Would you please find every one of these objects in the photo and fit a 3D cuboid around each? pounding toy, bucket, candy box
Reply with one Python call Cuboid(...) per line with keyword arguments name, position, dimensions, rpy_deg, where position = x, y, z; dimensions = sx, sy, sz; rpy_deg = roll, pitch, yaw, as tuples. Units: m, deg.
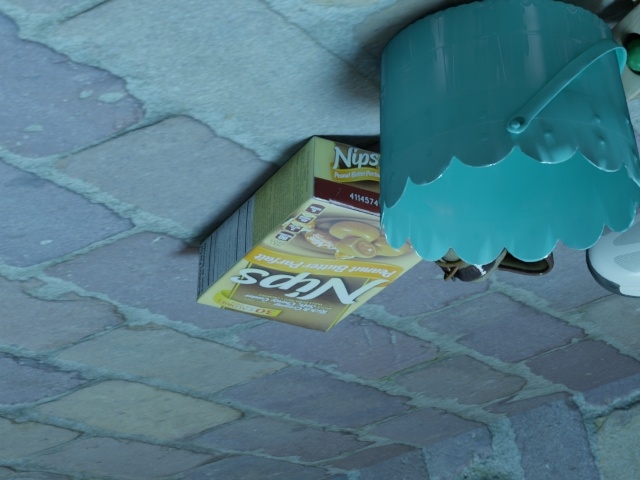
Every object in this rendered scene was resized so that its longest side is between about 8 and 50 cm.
Cuboid(name="pounding toy", position=(0.348, -0.220, 1.835), dimensions=(0.141, 0.100, 0.130), rpy_deg=(-19, 167, -28))
Cuboid(name="bucket", position=(0.184, -0.105, 1.789), dimensions=(0.281, 0.183, 0.281), rpy_deg=(-3, 160, -1))
Cuboid(name="candy box", position=(0.000, 0.000, 2.115), dimensions=(0.183, 0.087, 0.316), rpy_deg=(15, 150, -23))

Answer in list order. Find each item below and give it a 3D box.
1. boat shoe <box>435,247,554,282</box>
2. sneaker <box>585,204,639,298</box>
Cuboid(name="boat shoe", position=(0.192, -0.008, 2.277), dimensions=(0.123, 0.123, 0.342), rpy_deg=(-26, 159, 30))
Cuboid(name="sneaker", position=(0.532, -0.095, 2.322), dimensions=(0.447, 0.169, 0.257), rpy_deg=(-26, 153, 7))
